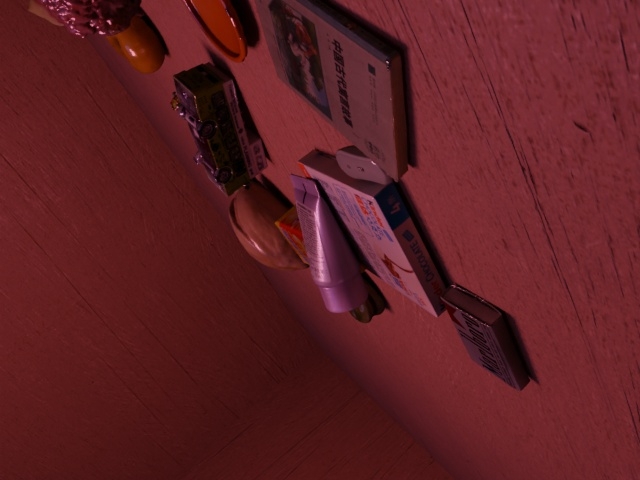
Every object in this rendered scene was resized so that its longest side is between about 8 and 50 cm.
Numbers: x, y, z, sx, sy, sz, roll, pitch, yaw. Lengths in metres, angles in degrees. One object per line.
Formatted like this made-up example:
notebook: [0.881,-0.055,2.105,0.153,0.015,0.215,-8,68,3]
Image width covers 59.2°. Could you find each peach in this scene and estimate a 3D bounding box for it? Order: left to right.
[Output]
peach: [-0.475,-0.511,1.441,0.179,0.103,0.179,48,171,10]

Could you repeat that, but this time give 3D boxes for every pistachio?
pistachio: [-0.133,-0.030,1.538,0.293,0.182,0.162,44,130,13]

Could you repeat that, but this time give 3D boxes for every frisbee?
frisbee: [-0.169,-0.372,0.888,0.192,0.035,0.192,47,167,14]

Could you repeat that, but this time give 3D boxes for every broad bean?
broad bean: [0.073,0.111,1.409,0.206,0.072,0.153,49,156,14]

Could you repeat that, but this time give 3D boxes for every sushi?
sushi: [-0.485,-0.529,1.120,0.270,0.236,0.171,41,174,24]

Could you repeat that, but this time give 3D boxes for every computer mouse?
computer mouse: [0.070,-0.113,0.818,0.110,0.032,0.056,22,153,46]

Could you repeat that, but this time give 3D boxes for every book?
book: [0.007,-0.223,0.727,0.282,0.025,0.214,45,167,30]

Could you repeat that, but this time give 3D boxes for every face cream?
face cream: [0.009,0.003,1.089,0.273,0.096,0.154,69,169,-19]

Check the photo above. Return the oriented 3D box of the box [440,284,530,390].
box: [0.268,0.158,0.913,0.115,0.036,0.177,35,161,53]

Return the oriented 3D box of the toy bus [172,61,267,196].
toy bus: [-0.218,-0.244,1.251,0.113,0.139,0.301,43,158,31]

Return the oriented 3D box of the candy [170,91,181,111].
candy: [-0.429,-0.425,1.694,0.060,0.060,0.201,57,175,-32]

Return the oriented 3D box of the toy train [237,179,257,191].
toy train: [-0.175,-0.086,1.719,0.251,0.085,0.119,59,171,-29]

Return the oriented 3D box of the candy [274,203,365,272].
candy: [0.000,0.000,1.299,0.146,0.088,0.276,53,169,-21]

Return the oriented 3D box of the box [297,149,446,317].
box: [0.092,-0.018,0.987,0.265,0.048,0.273,36,161,56]
